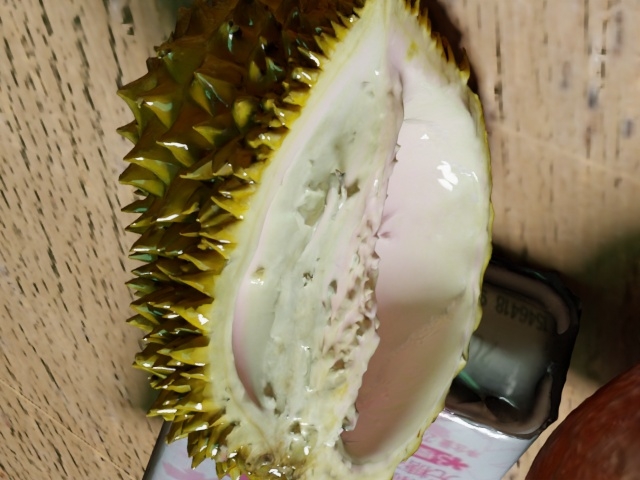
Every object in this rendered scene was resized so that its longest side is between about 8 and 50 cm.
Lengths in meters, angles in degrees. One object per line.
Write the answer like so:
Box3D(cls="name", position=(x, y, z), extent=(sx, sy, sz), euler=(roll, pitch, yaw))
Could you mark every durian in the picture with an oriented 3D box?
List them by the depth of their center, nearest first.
Box3D(cls="durian", position=(-0.012, 0.000, 0.772), extent=(0.138, 0.183, 0.250), euler=(7, 106, 24))

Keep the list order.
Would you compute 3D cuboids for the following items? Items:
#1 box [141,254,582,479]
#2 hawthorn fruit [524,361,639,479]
Box3D(cls="box", position=(0.003, 0.115, 1.016), extent=(0.190, 0.112, 0.370), euler=(19, 150, -2))
Box3D(cls="hawthorn fruit", position=(0.201, 0.147, 0.856), extent=(0.235, 0.231, 0.263), euler=(-22, 112, -7))
